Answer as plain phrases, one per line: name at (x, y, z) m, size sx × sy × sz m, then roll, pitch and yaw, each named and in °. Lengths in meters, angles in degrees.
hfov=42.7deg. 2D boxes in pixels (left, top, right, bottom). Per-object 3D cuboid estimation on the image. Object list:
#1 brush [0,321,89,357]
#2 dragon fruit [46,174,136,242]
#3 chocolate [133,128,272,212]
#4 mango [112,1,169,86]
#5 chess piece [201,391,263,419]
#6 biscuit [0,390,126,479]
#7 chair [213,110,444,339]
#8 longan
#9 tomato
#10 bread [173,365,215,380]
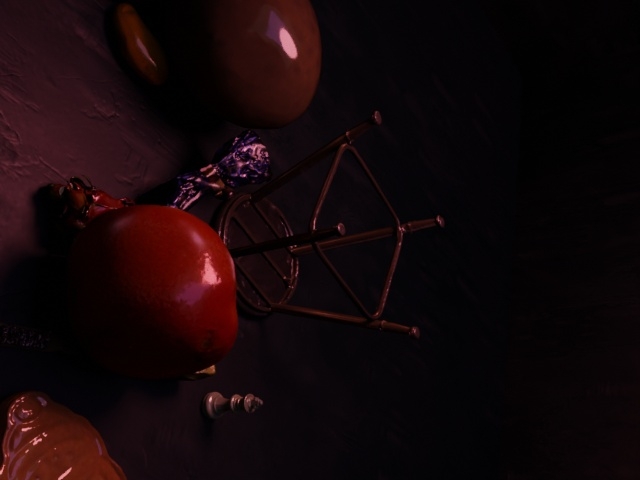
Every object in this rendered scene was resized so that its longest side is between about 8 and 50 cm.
brush at (-0.474, 0.182, 1.460) m, size 0.248 × 0.036 × 0.043 m, roll 23°, pitch 71°, yaw -52°
dragon fruit at (-0.426, -0.057, 1.527) m, size 0.138 × 0.142 × 0.175 m, roll -43°, pitch 98°, yaw -14°
chocolate at (-0.249, -0.120, 1.728) m, size 0.343 × 0.148 × 0.126 m, roll -32°, pitch 142°, yaw -35°
mango at (-0.382, -0.413, 1.735) m, size 0.190 × 0.075 × 0.098 m, roll 65°, pitch 20°, yaw -13°
chess piece at (-0.182, 0.349, 1.738) m, size 0.059 × 0.149 × 0.059 m, roll 17°, pitch 68°, yaw -51°
biscuit at (-0.462, 0.435, 1.370) m, size 0.312 × 0.057 × 0.351 m, roll -52°, pitch 126°, yaw -53°
chair at (0.000, 0.000, 1.873) m, size 0.365 × 0.410 × 0.362 m, roll 52°, pitch 41°, yaw -34°
longan at (-0.167, -0.439, 1.798) m, size 0.405 × 0.336 × 0.404 m, roll 57°, pitch 1°, yaw -1°
tomato at (-0.301, 0.095, 1.471) m, size 0.289 × 0.325 × 0.293 m, roll -3°, pitch 72°, yaw -29°
bread at (-0.282, 0.230, 1.662) m, size 0.129 × 0.111 × 0.114 m, roll 36°, pitch 48°, yaw -52°
